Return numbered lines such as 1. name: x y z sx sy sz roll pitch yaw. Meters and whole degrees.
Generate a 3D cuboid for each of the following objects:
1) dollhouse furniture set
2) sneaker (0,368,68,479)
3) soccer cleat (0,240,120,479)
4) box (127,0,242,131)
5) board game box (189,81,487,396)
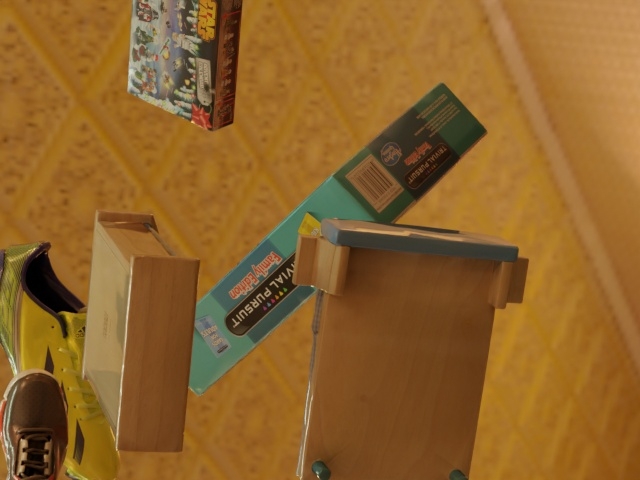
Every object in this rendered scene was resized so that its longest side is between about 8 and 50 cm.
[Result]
1. dollhouse furniture set: -0.017 0.115 1.288 0.303 0.198 0.286 4 -80 -15
2. sneaker: -0.232 0.185 1.398 0.061 0.065 0.158 3 -88 -20
3. soccer cleat: -0.286 0.136 1.897 0.289 0.121 0.093 63 -166 0
4. box: -0.103 -0.162 1.297 0.027 0.094 0.137 -27 -48 -45
5. board game box: 0.000 0.000 1.803 0.079 0.336 0.254 47 -141 1
